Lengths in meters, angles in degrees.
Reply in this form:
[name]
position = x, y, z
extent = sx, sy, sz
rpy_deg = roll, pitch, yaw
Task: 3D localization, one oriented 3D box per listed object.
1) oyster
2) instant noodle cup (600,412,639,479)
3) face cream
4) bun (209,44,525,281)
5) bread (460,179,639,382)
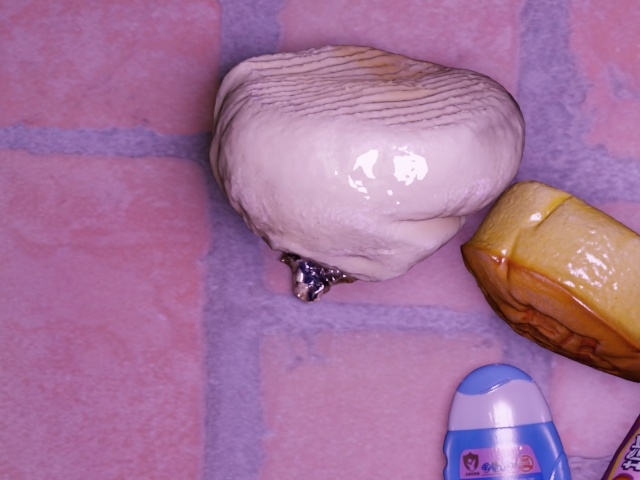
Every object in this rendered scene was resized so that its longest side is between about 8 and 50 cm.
[oyster]
position = -0.008, -0.006, 1.863
extent = 0.103, 0.051, 0.148
rpy_deg = -24, 72, -3
[instant noodle cup]
position = 0.446, 0.283, 1.660
extent = 0.339, 0.340, 0.266
rpy_deg = 24, 80, 8
[face cream]
position = 0.218, 0.275, 1.794
extent = 0.149, 0.083, 0.264
rpy_deg = -7, 84, 5
[bun]
position = 0.052, -0.082, 1.733
extent = 0.365, 0.365, 0.219
rpy_deg = 4, 115, 8
[bread]
position = 0.284, 0.054, 1.717
extent = 0.270, 0.270, 0.148
rpy_deg = 33, 82, 9
